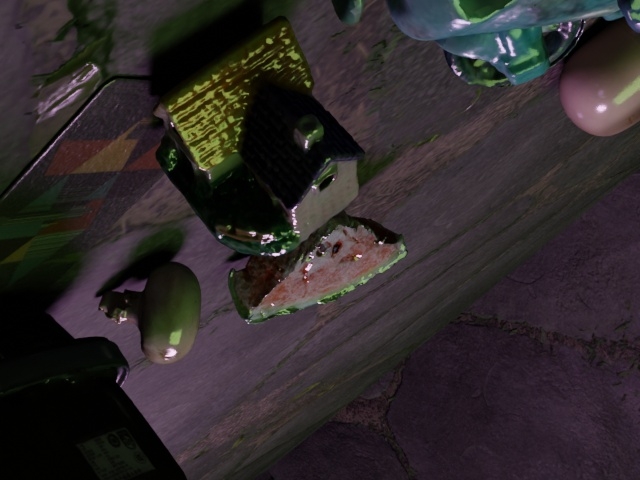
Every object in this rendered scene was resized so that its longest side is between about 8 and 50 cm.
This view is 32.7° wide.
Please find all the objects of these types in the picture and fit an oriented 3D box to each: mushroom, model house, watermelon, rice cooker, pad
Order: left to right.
[{"bbox_3d":[-0.222,0.188,0.727,0.267,0.224,0.267,-34,166,-10],"label":"rice cooker"},{"bbox_3d":[-0.145,-0.025,0.651,0.211,0.003,0.143,-42,167,25],"label":"pad"},{"bbox_3d":[-0.134,0.055,0.855,0.079,0.085,0.085,3,158,-10],"label":"mushroom"},{"bbox_3d":[-0.035,-0.055,0.594,0.088,0.100,0.100,-36,163,-14],"label":"model house"},{"bbox_3d":[0.000,0.000,1.014,0.187,0.071,0.139,-21,156,-25],"label":"watermelon"}]

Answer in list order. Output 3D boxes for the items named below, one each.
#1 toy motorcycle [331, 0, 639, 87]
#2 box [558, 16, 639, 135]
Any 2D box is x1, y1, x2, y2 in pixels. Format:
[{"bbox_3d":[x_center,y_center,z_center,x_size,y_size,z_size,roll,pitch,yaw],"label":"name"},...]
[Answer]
[{"bbox_3d":[0.120,-0.174,0.519,0.206,0.154,0.260,12,140,-42],"label":"toy motorcycle"},{"bbox_3d":[0.324,-0.177,1.158,0.146,0.088,0.200,-37,169,12],"label":"box"}]
